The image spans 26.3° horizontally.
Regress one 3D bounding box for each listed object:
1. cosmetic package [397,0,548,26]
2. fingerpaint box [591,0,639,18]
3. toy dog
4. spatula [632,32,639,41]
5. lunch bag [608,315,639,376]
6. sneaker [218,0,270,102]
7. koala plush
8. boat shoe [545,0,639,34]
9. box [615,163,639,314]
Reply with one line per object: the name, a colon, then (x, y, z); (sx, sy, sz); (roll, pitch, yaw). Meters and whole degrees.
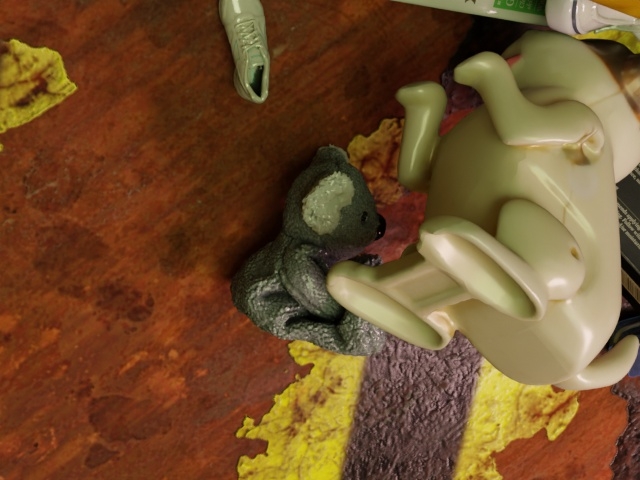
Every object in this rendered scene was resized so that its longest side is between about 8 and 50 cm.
cosmetic package: (0.119, -0.380, 1.610); (0.366, 0.155, 0.196); (4, 111, -21)
fingerpaint box: (0.264, -0.500, 1.405); (0.371, 0.163, 0.444); (15, 82, -23)
toy dog: (0.261, -0.067, 1.577); (0.395, 0.284, 0.407); (30, 64, -9)
spatula: (0.481, -0.265, 1.754); (0.168, 0.242, 0.019); (-33, 160, -3)
lunch bag: (0.459, 0.147, 1.962); (0.099, 0.065, 0.067); (-11, 128, -15)
sneaker: (-0.083, -0.237, 1.647); (0.054, 0.061, 0.152); (-15, 112, -10)
koala plush: (0.000, 0.000, 1.694); (0.203, 0.196, 0.221); (10, 110, 0)
boat shoe: (0.400, -0.308, 1.621); (0.367, 0.157, 0.135); (-28, 133, -53)
box: (0.534, -0.017, 1.758); (0.312, 0.343, 0.179); (-36, 155, -2)
